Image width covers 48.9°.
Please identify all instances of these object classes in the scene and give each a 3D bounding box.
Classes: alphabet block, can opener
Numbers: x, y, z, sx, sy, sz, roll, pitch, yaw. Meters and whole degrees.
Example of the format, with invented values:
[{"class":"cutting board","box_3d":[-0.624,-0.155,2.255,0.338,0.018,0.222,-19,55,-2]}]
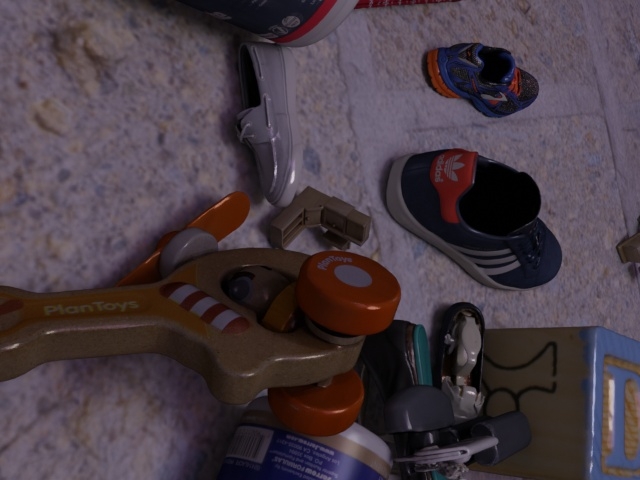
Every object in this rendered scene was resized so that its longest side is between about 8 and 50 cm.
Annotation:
[{"class":"alphabet block","box_3d":[0.314,0.221,0.924,0.193,0.197,0.192,22,70,-37]},{"class":"can opener","box_3d":[0.157,0.198,0.738,0.280,0.074,0.093,21,58,-57]}]

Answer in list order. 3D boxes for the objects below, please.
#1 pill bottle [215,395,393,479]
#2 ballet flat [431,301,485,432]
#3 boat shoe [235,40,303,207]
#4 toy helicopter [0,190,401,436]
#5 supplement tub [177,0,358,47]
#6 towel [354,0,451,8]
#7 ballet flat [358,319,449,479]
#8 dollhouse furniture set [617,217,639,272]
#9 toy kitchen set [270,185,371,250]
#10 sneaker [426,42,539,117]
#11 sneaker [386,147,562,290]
[{"class":"pill bottle","box_3d":[-0.043,0.289,0.631,0.153,0.153,0.264,38,61,-30]},{"class":"ballet flat","box_3d":[0.175,0.172,0.891,0.074,0.074,0.203,26,66,-36]},{"class":"boat shoe","box_3d":[-0.059,-0.126,0.744,0.063,0.066,0.184,4,81,-30]},{"class":"toy helicopter","box_3d":[-0.127,0.050,0.586,0.355,0.235,0.140,-2,123,-30]},{"class":"supplement tub","box_3d":[-0.094,-0.311,0.654,0.272,0.191,0.191,13,75,-38]},{"class":"towel","box_3d":[0.094,-0.409,0.943,0.275,0.031,0.198,-21,95,-43]},{"class":"ballet flat","box_3d":[0.098,0.232,0.803,0.095,0.096,0.280,16,62,-69]},{"class":"dollhouse furniture set","box_3d":[0.641,0.051,1.330,0.161,0.101,0.181,-30,104,-15]},{"class":"toy kitchen set","box_3d":[0.000,0.000,0.775,0.075,0.083,0.068,-47,155,-35]},{"class":"sneaker","box_3d":[0.252,-0.232,1.014,0.221,0.087,0.083,1,83,-41]},{"class":"sneaker","box_3d":[0.252,-0.020,0.939,0.350,0.148,0.131,22,69,-37]}]
